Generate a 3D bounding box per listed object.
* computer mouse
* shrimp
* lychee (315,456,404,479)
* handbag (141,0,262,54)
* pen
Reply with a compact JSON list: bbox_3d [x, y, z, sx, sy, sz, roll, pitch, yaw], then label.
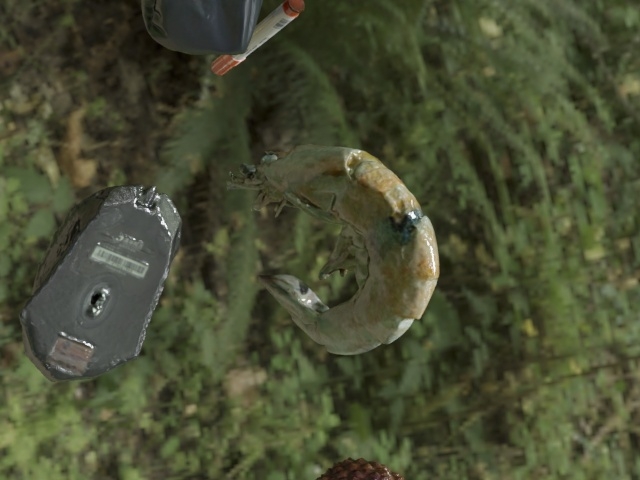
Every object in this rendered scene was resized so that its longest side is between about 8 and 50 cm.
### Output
[{"bbox_3d":[-0.166,0.029,1.069,0.099,0.057,0.172,26,99,-23],"label":"computer mouse"},{"bbox_3d":[0.000,0.000,1.691,0.085,0.360,0.247,-5,114,-46],"label":"shrimp"},{"bbox_3d":[0.051,0.359,1.758,0.188,0.188,0.188,26,58,-50],"label":"lychee"},{"bbox_3d":[-0.131,-0.424,1.815,0.302,0.177,0.275,-94,-167,-48],"label":"handbag"},{"bbox_3d":[-0.088,-0.275,1.914,0.028,0.239,0.028,9,72,-28],"label":"pen"}]
